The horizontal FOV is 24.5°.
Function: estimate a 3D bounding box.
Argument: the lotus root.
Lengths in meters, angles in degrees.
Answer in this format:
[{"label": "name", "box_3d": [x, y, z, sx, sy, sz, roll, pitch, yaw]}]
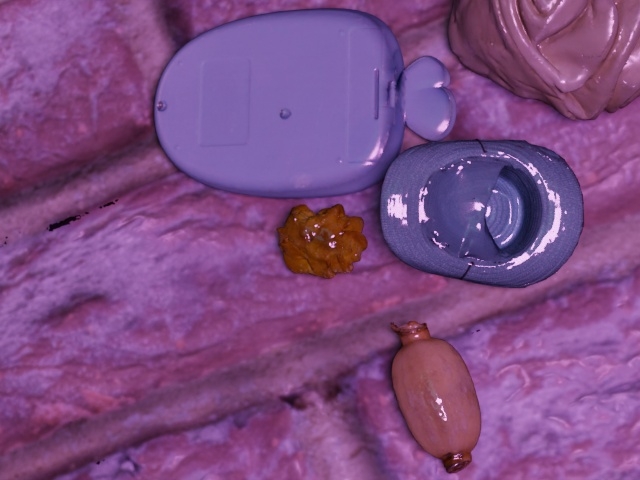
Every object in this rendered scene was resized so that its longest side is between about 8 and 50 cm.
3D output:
[{"label": "lotus root", "box_3d": [0.105, 0.139, 1.352, 0.073, 0.062, 0.150, -22, 78, 9]}]

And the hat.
[{"label": "hat", "box_3d": [0.145, -0.029, 1.369, 0.190, 0.078, 0.138, 7, 91, -5]}]

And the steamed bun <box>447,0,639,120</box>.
[{"label": "steamed bun", "box_3d": [0.234, -0.229, 1.342, 0.218, 0.144, 0.211, 33, 89, 15]}]

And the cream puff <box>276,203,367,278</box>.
[{"label": "cream puff", "box_3d": [0.000, 0.000, 1.402, 0.083, 0.058, 0.083, 40, 93, 14]}]

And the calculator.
[{"label": "calculator", "box_3d": [-0.018, -0.135, 1.438, 0.302, 0.042, 0.188, -3, 79, 16]}]
